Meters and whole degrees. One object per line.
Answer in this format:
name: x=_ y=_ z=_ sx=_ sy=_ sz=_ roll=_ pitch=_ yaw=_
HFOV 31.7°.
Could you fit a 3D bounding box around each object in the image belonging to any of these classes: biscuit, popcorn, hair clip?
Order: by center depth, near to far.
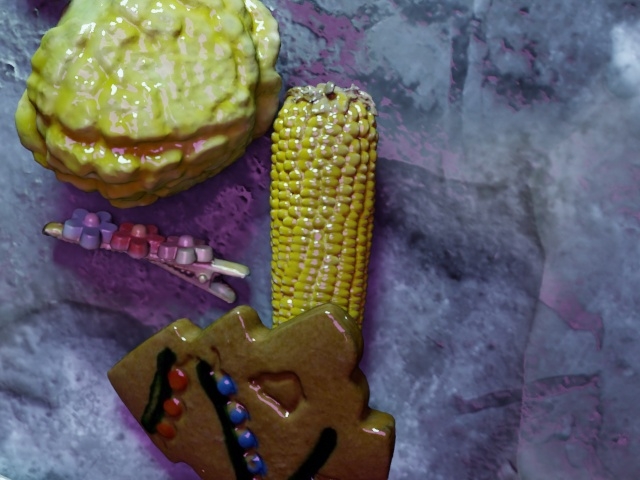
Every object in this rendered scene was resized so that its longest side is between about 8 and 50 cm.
popcorn: x=-0.146 y=-0.163 z=1.082 sx=0.225 sy=0.174 sz=0.286 roll=30 pitch=83 yaw=-11
biscuit: x=-0.074 y=0.172 z=1.088 sx=0.302 sy=0.043 sz=0.278 roll=9 pitch=118 yaw=19
hair clip: x=-0.174 y=0.006 z=1.134 sx=0.214 sy=0.062 sz=0.056 roll=21 pitch=115 yaw=0

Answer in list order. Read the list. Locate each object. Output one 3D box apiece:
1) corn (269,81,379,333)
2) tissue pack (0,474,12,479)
corn: x=0.000 y=0.000 z=1.102 sx=0.106 sy=0.106 sz=0.305 roll=3 pitch=95 yaw=5
tissue pack: x=-0.372 y=0.280 z=1.102 sx=0.229 sy=0.159 sz=0.145 roll=19 pitch=84 yaw=5
